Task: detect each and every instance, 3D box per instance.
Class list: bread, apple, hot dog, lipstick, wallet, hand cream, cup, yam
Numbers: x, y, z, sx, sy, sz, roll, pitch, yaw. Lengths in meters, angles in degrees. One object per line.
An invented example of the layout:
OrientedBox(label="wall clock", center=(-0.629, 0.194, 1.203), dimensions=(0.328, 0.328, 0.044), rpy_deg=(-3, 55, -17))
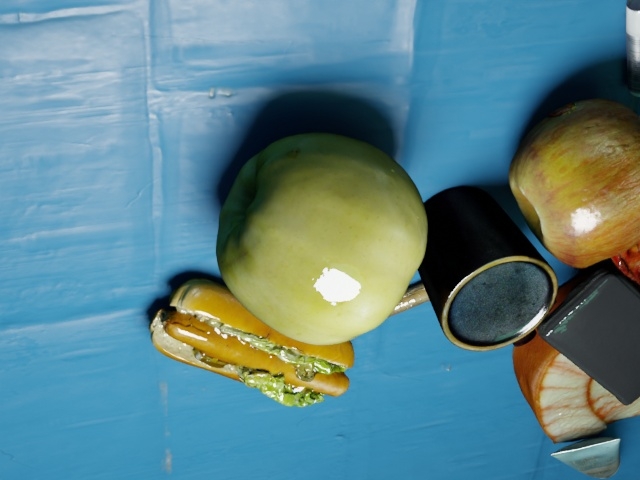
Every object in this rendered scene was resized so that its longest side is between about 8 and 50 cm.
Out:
OrientedBox(label="bread", center=(0.476, 0.173, 1.790), dimensions=(0.328, 0.114, 0.295), rpy_deg=(-18, 131, -4))
OrientedBox(label="apple", center=(0.354, -0.078, 1.470), dimensions=(0.188, 0.211, 0.211), rpy_deg=(-30, 132, -3))
OrientedBox(label="hot dog", center=(-0.079, 0.153, 1.576), dimensions=(0.337, 0.100, 0.135), rpy_deg=(24, 116, -33))
OrientedBox(label="lipstick", center=(0.421, -0.252, 1.465), dimensions=(0.040, 0.040, 0.141), rpy_deg=(-19, 133, -5))
OrientedBox(label="wallet", center=(0.441, 0.145, 1.657), dimensions=(0.250, 0.044, 0.149), rpy_deg=(36, 106, -31))
OrientedBox(label="apple", center=(0.000, 0.000, 1.382), dimensions=(0.262, 0.262, 0.262), rpy_deg=(-10, 131, -12))
OrientedBox(label="hand cream", center=(0.463, 0.362, 1.878), dimensions=(0.111, 0.070, 0.312), rpy_deg=(-15, 163, 16))
OrientedBox(label="cup", center=(0.214, 0.060, 1.556), dimensions=(0.166, 0.177, 0.239), rpy_deg=(-15, 131, -9))
OrientedBox(label="yam", center=(0.124, 0.088, 1.643), dimensions=(0.145, 0.032, 0.032), rpy_deg=(-24, 132, 1))

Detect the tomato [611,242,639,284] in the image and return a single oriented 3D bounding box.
OrientedBox(label="tomato", center=(0.500, -0.043, 1.621), dimensions=(0.228, 0.101, 0.228), rpy_deg=(-16, 127, -22))
